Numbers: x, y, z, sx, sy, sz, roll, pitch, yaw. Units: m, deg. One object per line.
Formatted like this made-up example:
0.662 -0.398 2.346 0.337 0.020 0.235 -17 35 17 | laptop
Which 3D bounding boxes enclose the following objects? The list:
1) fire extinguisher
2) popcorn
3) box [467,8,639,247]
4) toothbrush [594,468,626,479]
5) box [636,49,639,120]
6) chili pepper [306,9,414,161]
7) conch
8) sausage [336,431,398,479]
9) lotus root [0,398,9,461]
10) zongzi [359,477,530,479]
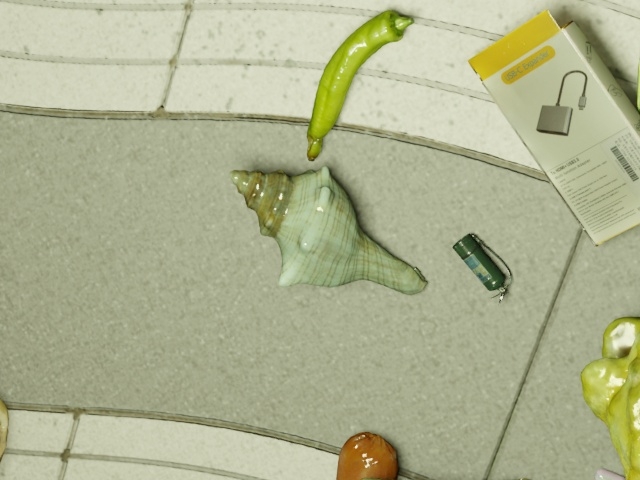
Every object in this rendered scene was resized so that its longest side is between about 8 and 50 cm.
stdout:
0.185 0.029 1.846 0.038 0.025 0.083 -39 93 0 | fire extinguisher
0.401 0.179 1.709 0.242 0.250 0.235 -19 109 22 | popcorn
0.273 -0.121 1.747 0.129 0.033 0.247 -30 98 44 | box
0.444 0.316 1.862 0.287 0.020 0.025 20 118 9 | toothbrush
0.414 -0.261 1.678 0.173 0.043 0.311 5 109 15 | box
0.027 -0.180 1.822 0.049 0.043 0.208 27 120 -20 | chili pepper
-0.011 0.003 1.852 0.137 0.114 0.234 -26 104 35 | conch
0.050 0.317 1.949 0.076 0.076 0.197 11 108 13 | sausage
-0.549 0.225 2.056 0.343 0.151 0.169 4 120 16 | lotus root
0.126 0.385 1.911 0.228 0.115 0.256 4 119 -13 | zongzi
